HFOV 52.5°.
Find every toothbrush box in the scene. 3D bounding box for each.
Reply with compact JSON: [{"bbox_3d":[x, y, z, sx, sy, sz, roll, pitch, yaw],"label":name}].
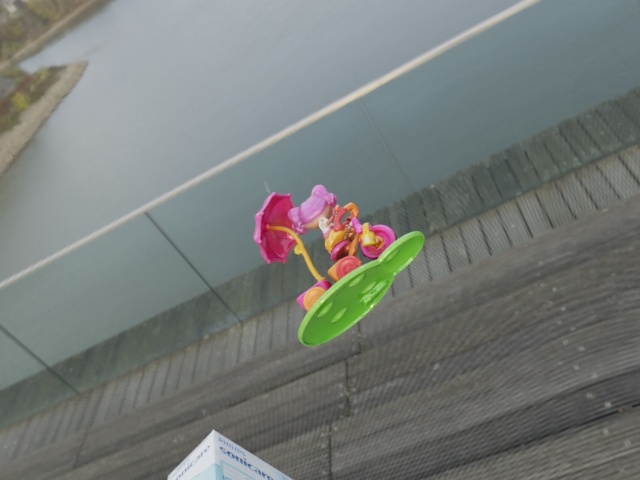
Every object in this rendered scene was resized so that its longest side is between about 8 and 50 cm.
[{"bbox_3d":[-0.116,0.468,0.980,0.126,0.216,0.295,-46,22,9],"label":"toothbrush box"}]

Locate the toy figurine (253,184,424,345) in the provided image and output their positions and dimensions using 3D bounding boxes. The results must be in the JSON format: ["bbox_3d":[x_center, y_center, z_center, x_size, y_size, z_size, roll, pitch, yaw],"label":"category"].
[{"bbox_3d":[0.000,0.000,0.717,0.173,0.130,0.159,-44,66,7],"label":"toy figurine"}]
